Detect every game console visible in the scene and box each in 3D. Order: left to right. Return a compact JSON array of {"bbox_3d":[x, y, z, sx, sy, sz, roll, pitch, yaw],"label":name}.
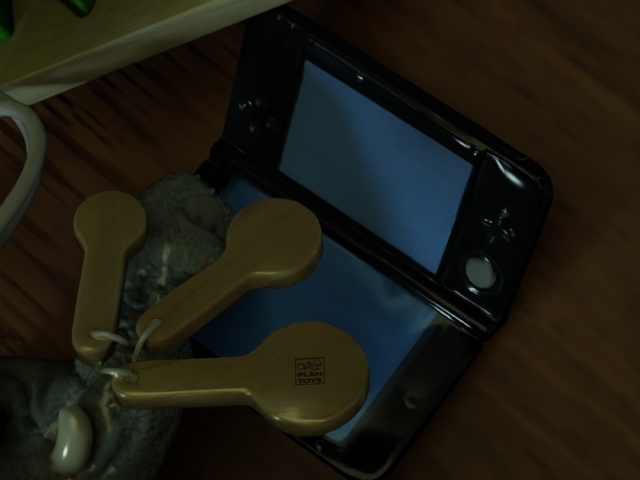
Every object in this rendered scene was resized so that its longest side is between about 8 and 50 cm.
[{"bbox_3d":[0.000,0.000,0.641,0.122,0.071,0.107,34,137,17],"label":"game console"}]

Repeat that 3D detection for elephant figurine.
[{"bbox_3d":[-0.120,0.117,0.634,0.186,0.169,0.239,-3,71,-23],"label":"elephant figurine"}]

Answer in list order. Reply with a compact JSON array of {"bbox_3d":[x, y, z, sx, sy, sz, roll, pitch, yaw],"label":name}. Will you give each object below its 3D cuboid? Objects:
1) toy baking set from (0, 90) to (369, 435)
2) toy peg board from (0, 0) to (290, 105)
[{"bbox_3d":[-0.104,0.045,0.579,0.256,0.030,0.196,23,60,17],"label":"toy baking set"},{"bbox_3d":[-0.083,-0.145,0.657,0.161,0.079,0.160,-20,56,13],"label":"toy peg board"}]
